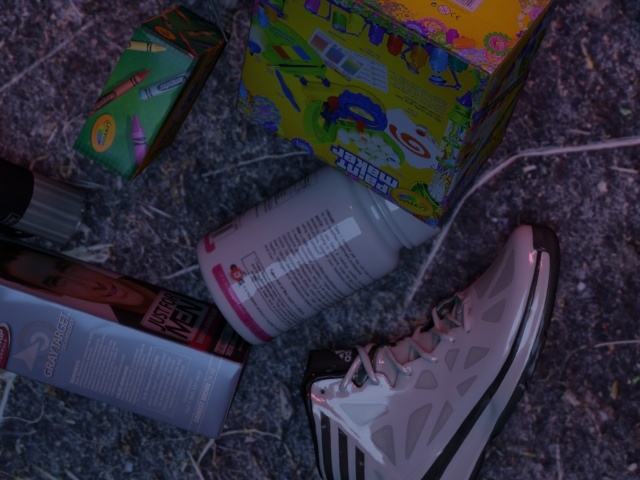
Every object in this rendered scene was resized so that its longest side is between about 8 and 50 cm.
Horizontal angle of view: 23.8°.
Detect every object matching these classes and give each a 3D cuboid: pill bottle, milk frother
[{"bbox_3d":[0.000,0.000,1.920,0.283,0.160,0.160,-30,100,11],"label":"pill bottle"},{"bbox_3d":[-0.385,-0.079,1.967,0.134,0.129,0.143,23,74,-37],"label":"milk frother"}]

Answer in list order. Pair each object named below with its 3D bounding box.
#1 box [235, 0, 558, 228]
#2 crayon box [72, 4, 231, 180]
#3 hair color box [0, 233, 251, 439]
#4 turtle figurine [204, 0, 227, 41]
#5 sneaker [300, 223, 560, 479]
[{"bbox_3d":[0.080,-0.217,1.753,0.290,0.177,0.279,32,144,11],"label":"box"},{"bbox_3d":[-0.197,-0.183,1.828,0.081,0.278,0.165,30,104,-3],"label":"crayon box"},{"bbox_3d":[-0.280,0.118,1.955,0.374,0.185,0.114,18,105,0],"label":"hair color box"},{"bbox_3d":[-0.087,-0.370,1.842,0.175,0.118,0.234,-10,84,6],"label":"turtle figurine"},{"bbox_3d":[0.122,0.153,1.944,0.257,0.169,0.448,22,107,-3],"label":"sneaker"}]
